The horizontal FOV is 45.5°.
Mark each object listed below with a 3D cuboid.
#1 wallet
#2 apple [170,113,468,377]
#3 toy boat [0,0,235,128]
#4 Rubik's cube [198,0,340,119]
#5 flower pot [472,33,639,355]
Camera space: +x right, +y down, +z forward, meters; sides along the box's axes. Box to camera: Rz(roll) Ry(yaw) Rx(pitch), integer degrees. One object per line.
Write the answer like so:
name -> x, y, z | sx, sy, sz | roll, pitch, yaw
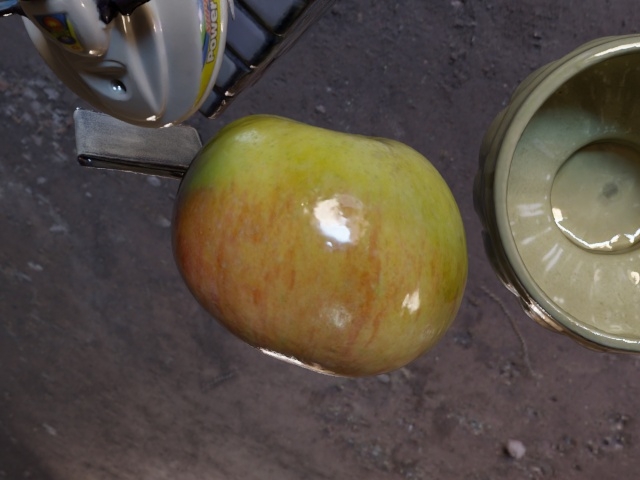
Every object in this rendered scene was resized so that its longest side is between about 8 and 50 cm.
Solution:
wallet -> -0.296, -0.157, 1.270 | 0.221, 0.167, 0.036 | 5, 123, -25
apple -> 0.000, 0.000, 0.651 | 0.260, 0.261, 0.194 | 16, 99, 13
toy boat -> -0.126, -0.191, 0.410 | 0.140, 0.140, 0.270 | 5, 106, 26
Rubik's cube -> -0.069, -0.337, 0.662 | 0.292, 0.287, 0.293 | 42, 150, -7
flower pot -> 0.307, -0.044, 0.775 | 0.307, 0.308, 0.244 | 21, -174, 6
